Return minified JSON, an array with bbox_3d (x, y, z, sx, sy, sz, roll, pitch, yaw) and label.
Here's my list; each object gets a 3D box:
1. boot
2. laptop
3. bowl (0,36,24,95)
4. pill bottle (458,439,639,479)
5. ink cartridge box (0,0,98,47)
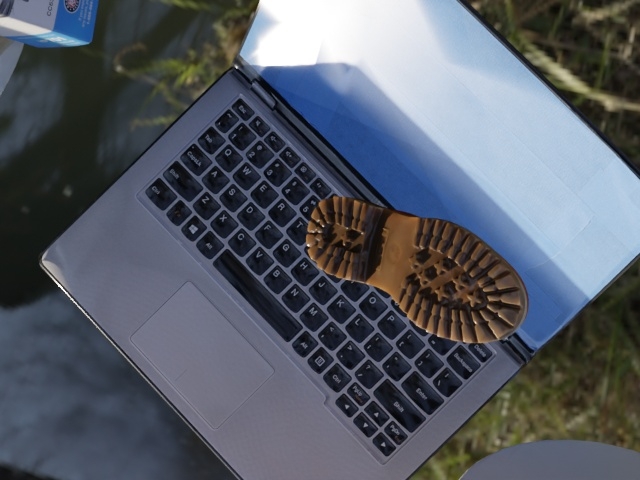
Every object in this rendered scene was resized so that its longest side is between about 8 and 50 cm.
[{"bbox_3d":[0.072,0.015,0.782,0.085,0.059,0.158,11,-168,-42],"label":"boot"},{"bbox_3d":[0.000,0.000,1.138,0.382,0.408,0.236,46,-179,9],"label":"laptop"},{"bbox_3d":[-0.442,-0.124,1.437,0.134,0.297,0.298,32,140,-9],"label":"bowl"},{"bbox_3d":[0.174,0.359,1.008,0.224,0.224,0.392,8,117,14],"label":"pill bottle"},{"bbox_3d":[-0.276,-0.251,1.150,0.082,0.139,0.191,6,176,40],"label":"ink cartridge box"}]
